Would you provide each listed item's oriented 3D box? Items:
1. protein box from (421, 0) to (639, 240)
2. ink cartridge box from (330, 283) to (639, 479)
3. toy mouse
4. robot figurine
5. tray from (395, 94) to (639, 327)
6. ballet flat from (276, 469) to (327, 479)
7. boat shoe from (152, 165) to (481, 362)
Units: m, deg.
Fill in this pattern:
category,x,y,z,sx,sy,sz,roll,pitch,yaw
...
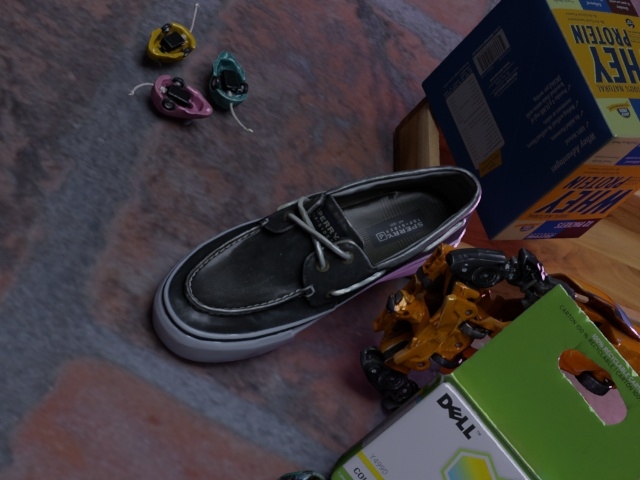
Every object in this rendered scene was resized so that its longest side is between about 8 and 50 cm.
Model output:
category,x,y,z,sx,sy,sz,roll,pitch,yaw
protein box,0.242,-0.134,1.371,0.136,0.200,0.201,-3,61,-37
ink cartridge box,0.166,0.186,1.143,0.189,0.255,0.097,50,5,5
toy mouse,-0.124,-0.152,1.339,0.143,0.031,0.161,45,44,0
robot figurine,0.177,0.101,1.267,0.291,0.211,0.085,25,29,-27
tray,0.272,0.004,1.488,0.410,0.076,0.203,20,49,-22
ballet flat,0.026,0.272,1.112,0.188,0.070,0.070,50,44,6
boat shoe,0.000,0.000,1.214,0.335,0.119,0.121,-24,70,-28
